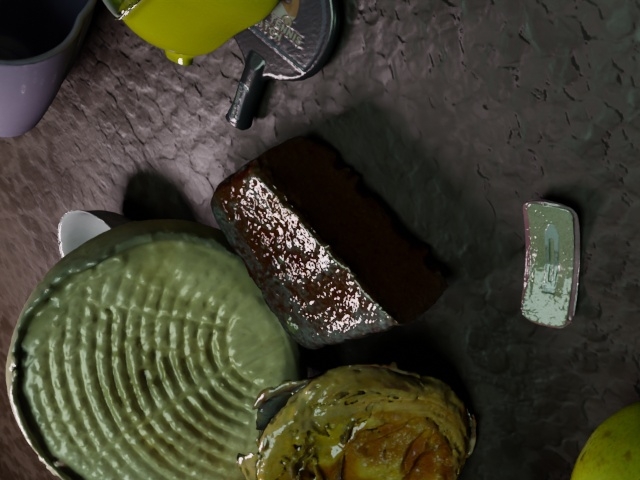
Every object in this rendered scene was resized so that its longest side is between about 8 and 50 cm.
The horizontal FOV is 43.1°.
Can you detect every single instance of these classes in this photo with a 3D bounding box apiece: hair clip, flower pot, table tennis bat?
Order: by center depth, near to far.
[{"bbox_3d":[0.217,0.020,0.771,0.054,0.022,0.137,14,125,34],"label":"hair clip"},{"bbox_3d":[-0.055,-0.214,0.862,0.150,0.027,0.236,42,134,14],"label":"table tennis bat"},{"bbox_3d":[-0.425,-0.260,1.007,0.265,0.265,0.243,50,148,4],"label":"flower pot"}]

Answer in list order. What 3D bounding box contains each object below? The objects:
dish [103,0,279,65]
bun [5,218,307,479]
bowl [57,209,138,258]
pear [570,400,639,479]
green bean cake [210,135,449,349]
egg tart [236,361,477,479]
[{"bbox_3d":[-0.161,-0.296,0.822,0.262,0.108,0.221,-29,88,48],"label":"dish"},{"bbox_3d":[-0.199,0.148,1.029,0.364,0.364,0.202,65,170,-12],"label":"bun"},{"bbox_3d":[-0.288,0.026,1.180,0.189,0.086,0.189,22,128,32],"label":"bowl"},{"bbox_3d":[0.313,0.234,0.716,0.187,0.187,0.220,47,143,7],"label":"pear"},{"bbox_3d":[0.000,0.000,0.897,0.198,0.097,0.233,-29,95,49],"label":"green bean cake"},{"bbox_3d":[0.038,0.237,0.955,0.132,0.297,0.297,-110,16,-55],"label":"egg tart"}]
